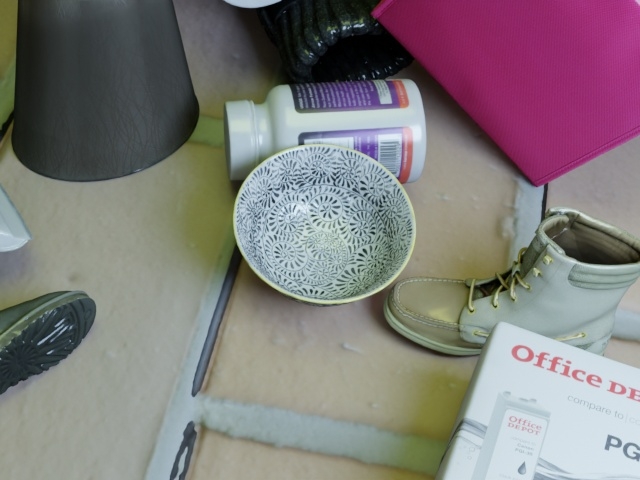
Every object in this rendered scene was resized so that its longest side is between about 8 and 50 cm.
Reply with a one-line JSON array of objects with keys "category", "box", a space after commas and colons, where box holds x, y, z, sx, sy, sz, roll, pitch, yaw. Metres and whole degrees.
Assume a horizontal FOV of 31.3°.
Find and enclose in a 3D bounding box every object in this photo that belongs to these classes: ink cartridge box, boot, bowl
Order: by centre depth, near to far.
[{"category": "ink cartridge box", "box": [0.187, 0.228, 0.906, 0.207, 0.117, 0.283, 19, 53, 9]}, {"category": "boot", "box": [0.171, 0.037, 1.021, 0.213, 0.165, 0.077, 11, 51, 1]}, {"category": "boot", "box": [-0.335, 0.052, 1.031, 0.189, 0.076, 0.208, -30, 51, -33]}, {"category": "bowl", "box": [0.000, 0.000, 1.082, 0.170, 0.080, 0.170, 3, 61, -5]}, {"category": "boot", "box": [0.067, -0.328, 1.284, 0.348, 0.131, 0.260, -36, 55, 0]}]

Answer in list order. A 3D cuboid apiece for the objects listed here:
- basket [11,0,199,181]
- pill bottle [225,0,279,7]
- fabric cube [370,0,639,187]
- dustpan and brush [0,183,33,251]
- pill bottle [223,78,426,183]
[{"category": "basket", "box": [-0.219, -0.193, 1.124, 0.204, 0.227, 0.154, -23, 58, -20]}, {"category": "pill bottle", "box": [-0.121, -0.389, 1.209, 0.176, 0.176, 0.318, -18, 53, -18]}, {"category": "fabric cube", "box": [0.261, -0.260, 1.148, 0.258, 0.254, 0.259, 44, 55, -9]}, {"category": "dustpan and brush", "box": [-0.387, -0.035, 1.045, 0.211, 0.060, 0.147, 19, 17, -39]}, {"category": "pill bottle", "box": [0.002, -0.106, 1.152, 0.193, 0.108, 0.108, -4, 53, -9]}]
